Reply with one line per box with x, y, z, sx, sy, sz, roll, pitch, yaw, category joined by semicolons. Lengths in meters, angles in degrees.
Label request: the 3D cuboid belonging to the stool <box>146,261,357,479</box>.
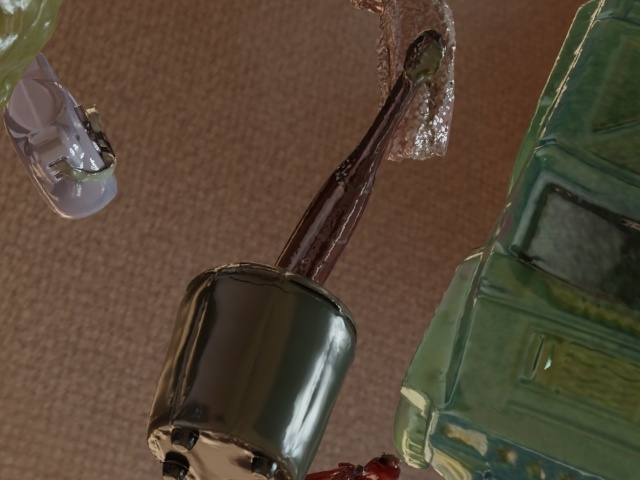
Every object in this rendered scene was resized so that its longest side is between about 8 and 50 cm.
-0.036;0.072;0.666;0.096;0.096;0.110;30;56;-19;stool

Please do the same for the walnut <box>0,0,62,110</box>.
-0.371;-0.230;1.163;0.253;0.282;0.277;17;93;-46;walnut

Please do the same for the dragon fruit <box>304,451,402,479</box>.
-0.003;0.306;1.368;0.126;0.161;0.274;29;53;2;dragon fruit

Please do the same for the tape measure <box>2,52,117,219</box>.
-0.314;-0.121;1.626;0.105;0.178;0.196;-29;59;-4;tape measure

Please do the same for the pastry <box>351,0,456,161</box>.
0.112;-0.214;1.603;0.112;0.103;0.265;-3;68;-19;pastry

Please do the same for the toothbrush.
0.000;0.000;0.962;0.041;0.364;0.041;22;32;-14;toothbrush

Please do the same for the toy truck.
0.142;0.002;0.574;0.155;0.156;0.279;20;52;13;toy truck
